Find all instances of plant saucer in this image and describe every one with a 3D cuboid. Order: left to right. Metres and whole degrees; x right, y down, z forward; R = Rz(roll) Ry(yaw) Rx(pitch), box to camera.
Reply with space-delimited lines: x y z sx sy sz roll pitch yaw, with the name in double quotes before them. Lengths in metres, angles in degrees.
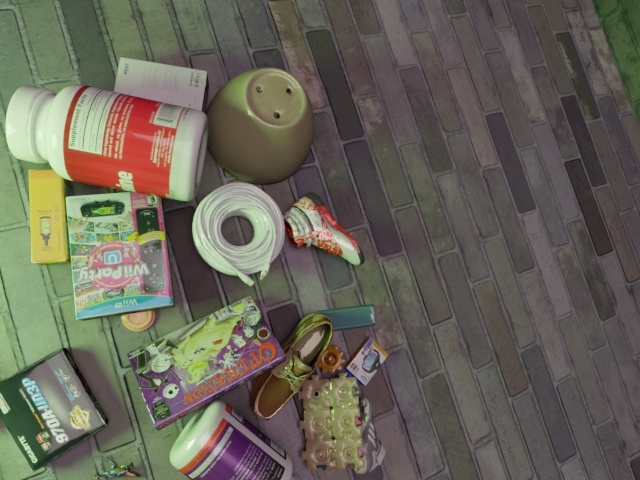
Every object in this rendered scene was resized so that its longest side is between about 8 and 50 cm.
"plant saucer" -0.477 0.196 1.175 0.083 0.013 0.083 3 79 -18
"plant saucer" 0.079 0.235 1.358 0.192 0.018 0.067 -4 81 -19

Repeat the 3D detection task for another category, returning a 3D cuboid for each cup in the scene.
"cup" -0.150 -0.348 1.267 0.331 0.237 0.331 3 79 -19

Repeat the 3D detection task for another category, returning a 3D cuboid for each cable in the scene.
"cable" -0.227 -0.029 1.263 0.257 0.089 0.257 33 71 -10

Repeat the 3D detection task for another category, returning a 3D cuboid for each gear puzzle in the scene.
"gear puzzle" 0.026 0.466 1.277 0.175 0.044 0.339 -5 74 2

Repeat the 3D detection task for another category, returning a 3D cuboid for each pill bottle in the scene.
"pill bottle" -0.492 -0.239 1.081 0.408 0.229 0.229 10 77 -10
"pill bottle" -0.198 0.559 1.116 0.323 0.181 0.181 43 70 -7

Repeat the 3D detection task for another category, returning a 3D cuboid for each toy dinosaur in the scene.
"toy dinosaur" -0.500 0.567 1.089 0.082 0.047 0.090 -27 101 -3

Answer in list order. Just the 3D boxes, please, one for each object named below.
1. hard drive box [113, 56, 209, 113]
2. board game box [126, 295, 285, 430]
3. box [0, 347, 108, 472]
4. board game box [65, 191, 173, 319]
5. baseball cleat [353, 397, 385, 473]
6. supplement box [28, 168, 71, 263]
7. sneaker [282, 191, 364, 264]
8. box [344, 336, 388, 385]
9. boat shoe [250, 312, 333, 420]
"hard drive box" -0.436 -0.385 1.236 0.232 0.089 0.181 7 78 -9
"board game box" -0.289 0.301 1.155 0.347 0.056 0.208 -25 63 -21
"box" -0.640 0.393 1.063 0.175 0.051 0.220 -29 91 -21
"board game box" -0.503 0.035 1.145 0.224 0.097 0.303 -7 80 -19
"baseball cleat" 0.139 0.562 1.302 0.109 0.072 0.206 15 80 -30
"supplement box" -0.672 -0.056 1.121 0.078 0.080 0.233 -4 80 -19
"sneaker" -0.001 0.000 1.336 0.145 0.090 0.270 -39 91 -20
"box" 0.133 0.367 1.347 0.081 0.028 0.136 44 68 -7
"boat shoe" -0.074 0.335 1.226 0.122 0.120 0.324 36 76 -9
